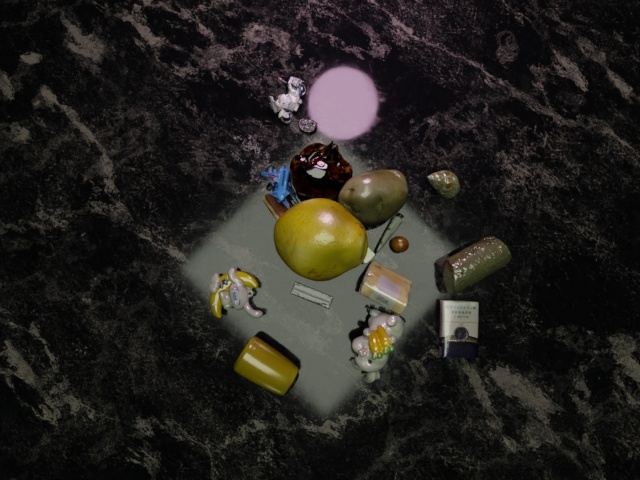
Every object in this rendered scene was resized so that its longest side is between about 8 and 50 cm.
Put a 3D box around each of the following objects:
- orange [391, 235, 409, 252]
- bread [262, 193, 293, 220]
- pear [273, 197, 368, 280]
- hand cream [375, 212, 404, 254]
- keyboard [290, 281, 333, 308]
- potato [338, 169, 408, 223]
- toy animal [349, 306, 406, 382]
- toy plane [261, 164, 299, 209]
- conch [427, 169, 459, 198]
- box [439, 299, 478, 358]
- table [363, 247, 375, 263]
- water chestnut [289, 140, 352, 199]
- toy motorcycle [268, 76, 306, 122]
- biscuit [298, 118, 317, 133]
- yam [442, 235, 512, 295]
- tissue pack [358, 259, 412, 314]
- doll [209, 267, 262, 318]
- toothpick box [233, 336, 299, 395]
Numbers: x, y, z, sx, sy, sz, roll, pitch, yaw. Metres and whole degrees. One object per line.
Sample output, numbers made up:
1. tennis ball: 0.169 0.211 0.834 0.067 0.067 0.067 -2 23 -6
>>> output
1. orange: 0.372 0.017 1.877 0.085 0.085 0.084 0 85 1
2. bread: -0.187 -0.146 1.879 0.119 0.192 0.067 3 126 -32
3. pear: 0.000 0.000 1.746 0.419 0.362 0.361 5 85 18
4. hand cream: 0.316 -0.027 1.885 0.050 0.080 0.233 33 82 6
5. keyboard: -0.041 0.259 1.894 0.198 0.010 0.063 22 85 2
6. potato: 0.247 -0.196 1.805 0.327 0.221 0.242 -9 114 -34
7. toy animal: 0.242 0.460 1.771 0.183 0.247 0.309 22 70 19
8. toy plane: -0.182 -0.258 1.852 0.105 0.271 0.254 -37 126 20
9. conch: 0.587 -0.269 1.884 0.116 0.106 0.173 -37 100 16
10. box: 0.633 0.405 1.840 0.168 0.071 0.259 1 84 1
11. table: 0.203 0.063 1.869 0.062 0.083 0.079 -43 85 -3
12. water chestnut: 0.003 -0.314 1.822 0.290 0.244 0.288 0 86 -7
13. toy motorcycle: -0.164 -0.690 1.935 0.150 0.102 0.221 27 89 -18
14. biscuit: -0.062 -0.561 1.952 0.087 0.027 0.089 -42 86 -2
15. yam: 0.689 0.110 1.819 0.305 0.168 0.167 -28 85 -2
16. tissue pack: 0.295 0.210 1.815 0.222 0.186 0.090 31 131 2
17. doll: -0.397 0.248 1.851 0.238 0.111 0.251 -9 76 -1
18. toothpick box: -0.234 0.569 1.794 0.272 0.175 0.174 32 87 0
